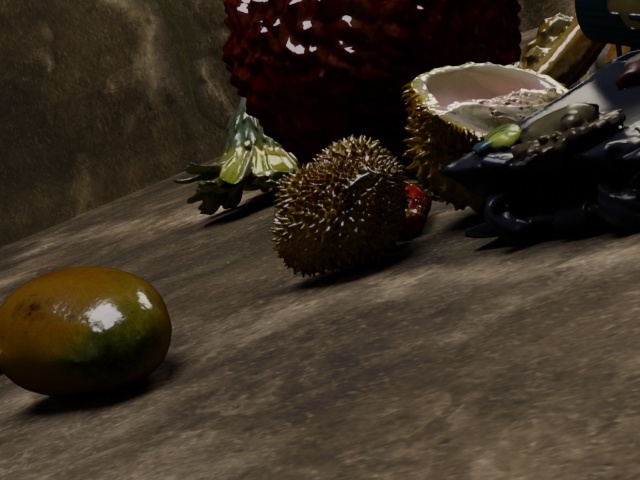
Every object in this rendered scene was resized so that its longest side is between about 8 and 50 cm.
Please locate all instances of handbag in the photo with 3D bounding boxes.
[{"bbox_3d":[0.312,-0.105,1.399,0.329,0.122,0.303,-28,11,-34],"label":"handbag"}]

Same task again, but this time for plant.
[{"bbox_3d":[-0.074,-0.166,2.491,0.261,0.297,0.306,19,10,26],"label":"plant"}]

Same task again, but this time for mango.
[{"bbox_3d":[-0.225,0.089,1.447,0.221,0.120,0.151,-4,21,41],"label":"mango"}]

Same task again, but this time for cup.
[{"bbox_3d":[0.366,-0.243,1.597,0.155,0.176,0.131,12,24,38],"label":"cup"}]

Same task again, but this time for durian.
[{"bbox_3d":[0.025,-0.037,1.577,0.168,0.137,0.158,-23,43,59],"label":"durian"},{"bbox_3d":[0.185,-0.114,1.647,0.250,0.138,0.183,-20,26,-35],"label":"durian"}]

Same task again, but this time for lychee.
[{"bbox_3d":[0.094,-0.280,2.106,0.500,0.424,0.424,20,32,32],"label":"lychee"}]

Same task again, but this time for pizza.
[{"bbox_3d":[0.269,-0.199,1.859,0.323,0.089,0.223,-49,-4,-3],"label":"pizza"}]

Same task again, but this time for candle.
[{"bbox_3d":[0.098,-0.034,1.684,0.052,0.052,0.130,-19,9,11],"label":"candle"}]

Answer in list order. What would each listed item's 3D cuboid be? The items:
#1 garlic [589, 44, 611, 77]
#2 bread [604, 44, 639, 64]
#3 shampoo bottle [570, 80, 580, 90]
[{"bbox_3d":[0.489,-0.265,2.022,0.226,0.199,0.199,18,20,13],"label":"garlic"},{"bbox_3d":[0.517,-0.254,1.744,0.328,0.148,0.337,-15,11,34],"label":"bread"},{"bbox_3d":[0.325,-0.217,2.335,0.165,0.040,0.080,-22,10,-15],"label":"shampoo bottle"}]
